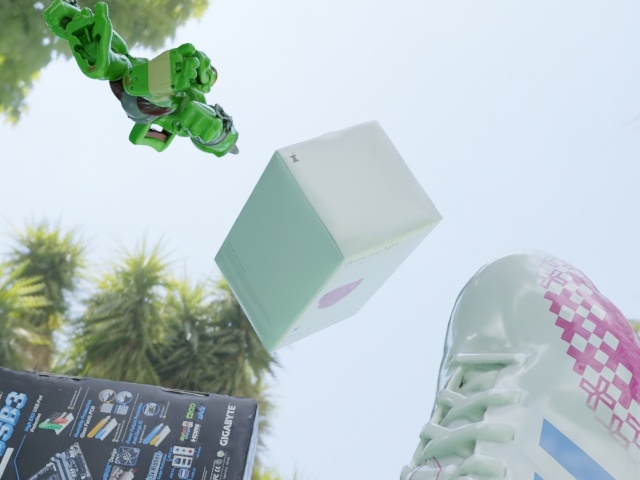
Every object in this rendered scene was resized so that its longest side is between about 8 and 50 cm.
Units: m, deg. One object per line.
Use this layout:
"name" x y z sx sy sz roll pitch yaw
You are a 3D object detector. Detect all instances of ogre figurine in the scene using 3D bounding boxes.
"ogre figurine" -0.140 -0.129 0.756 0.197 0.097 0.118 16 -9 20

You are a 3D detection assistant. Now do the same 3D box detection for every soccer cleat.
"soccer cleat" 0.081 0.117 0.388 0.143 0.331 0.116 21 -48 -22

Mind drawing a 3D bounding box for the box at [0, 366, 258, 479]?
"box" -0.224 0.263 0.850 0.293 0.295 0.073 5 -50 3

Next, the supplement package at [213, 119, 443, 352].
"supplement package" 0.000 0.000 1.257 0.175 0.177 0.293 58 -34 16
